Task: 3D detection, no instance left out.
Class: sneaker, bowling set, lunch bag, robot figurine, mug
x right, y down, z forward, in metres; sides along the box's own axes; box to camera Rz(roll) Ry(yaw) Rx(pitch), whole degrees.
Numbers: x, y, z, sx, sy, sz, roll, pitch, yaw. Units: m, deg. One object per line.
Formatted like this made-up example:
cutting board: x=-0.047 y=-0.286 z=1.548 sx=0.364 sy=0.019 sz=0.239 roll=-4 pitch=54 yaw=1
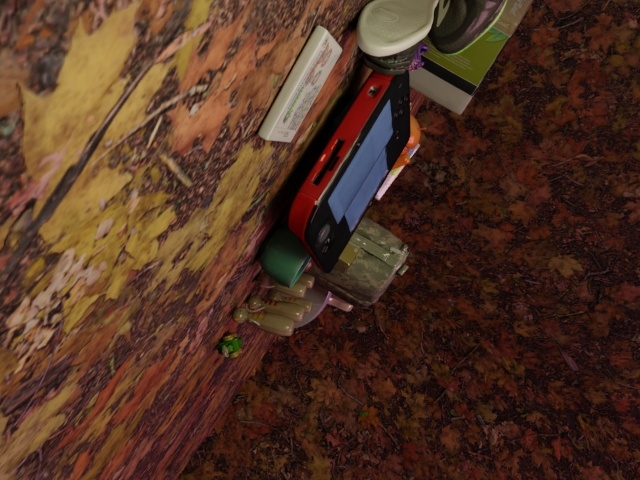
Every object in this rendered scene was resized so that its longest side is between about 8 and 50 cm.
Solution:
sneaker: x=0.311 y=-0.586 z=1.181 sx=0.202 sy=0.185 sz=0.482 roll=-30 pitch=155 yaw=-39
bowling set: x=-0.103 y=0.109 z=1.542 sx=0.287 sy=0.154 sz=0.199 roll=-25 pitch=128 yaw=-79
lunch bag: x=0.075 y=0.026 z=1.629 sx=0.212 sy=0.305 sz=0.256 roll=-57 pitch=176 yaw=-15
sneaker: x=0.214 y=-0.436 z=1.492 sx=0.169 sy=0.071 sz=0.068 roll=-56 pitch=175 yaw=-19
robot figurine: x=0.169 y=-0.260 z=1.585 sx=0.219 sy=0.128 sz=0.158 roll=-35 pitch=-157 yaw=25
mug: x=-0.081 y=0.037 z=1.343 sx=0.157 sy=0.097 sz=0.129 roll=-59 pitch=176 yaw=16
sneaker: x=0.117 y=-0.323 z=1.004 sx=0.295 sy=0.105 sz=0.146 roll=-59 pitch=173 yaw=-47

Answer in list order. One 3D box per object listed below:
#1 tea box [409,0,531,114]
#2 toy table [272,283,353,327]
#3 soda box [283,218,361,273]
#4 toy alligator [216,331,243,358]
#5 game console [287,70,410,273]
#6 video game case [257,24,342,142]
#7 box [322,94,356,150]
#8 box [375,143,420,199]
tea box: x=0.401 y=-0.579 z=1.606 sx=0.329 sy=0.220 sz=0.323 roll=-55 pitch=175 yaw=-34
toy table: x=-0.024 y=0.145 z=1.903 sx=0.274 sy=0.252 sz=0.161 roll=-48 pitch=163 yaw=19
soda box: x=0.000 y=0.000 z=1.418 sx=0.058 sy=0.181 sz=0.061 roll=-56 pitch=174 yaw=-26
toy alligator: x=-0.239 y=0.272 z=1.535 sx=0.051 sy=0.056 sz=0.190 roll=-18 pitch=179 yaw=6
game console: x=0.078 y=-0.134 z=1.236 sx=0.386 sy=0.060 sz=0.342 roll=-58 pitch=159 yaw=-10
video game case: x=-0.025 y=-0.206 z=0.829 sx=0.157 sy=0.019 sz=0.143 roll=-59 pitch=175 yaw=12
box: x=0.046 y=-0.199 z=1.345 sx=0.100 sy=0.060 sz=0.244 roll=-54 pitch=174 yaw=-32
box: x=0.168 y=-0.236 z=1.733 sx=0.203 sy=0.103 sz=0.114 roll=-54 pitch=141 yaw=3
